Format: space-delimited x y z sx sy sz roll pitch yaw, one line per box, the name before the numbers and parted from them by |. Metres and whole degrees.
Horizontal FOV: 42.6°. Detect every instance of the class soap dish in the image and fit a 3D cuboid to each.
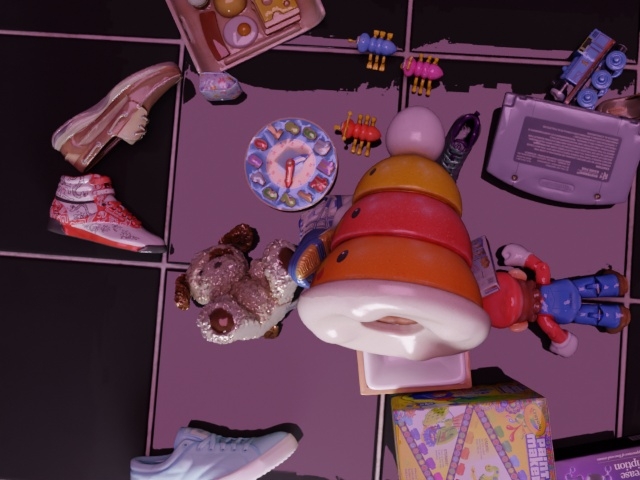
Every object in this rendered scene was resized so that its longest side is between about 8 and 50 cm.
soap dish | 0.185 0.166 1.704 0.228 0.118 0.291 -5 87 4

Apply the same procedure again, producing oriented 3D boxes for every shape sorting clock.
shape sorting clock | -0.065 -0.167 1.778 0.206 0.040 0.206 0 87 3

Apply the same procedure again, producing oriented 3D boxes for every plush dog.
plush dog | -0.180 0.096 1.724 0.225 0.211 0.262 39 71 22

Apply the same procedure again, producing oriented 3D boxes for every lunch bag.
lunch bag | -0.215 -0.337 1.783 0.083 0.071 0.053 1 83 6

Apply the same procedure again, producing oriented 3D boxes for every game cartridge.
game cartridge | 0.506 -0.182 1.706 0.297 0.062 0.198 14 112 5

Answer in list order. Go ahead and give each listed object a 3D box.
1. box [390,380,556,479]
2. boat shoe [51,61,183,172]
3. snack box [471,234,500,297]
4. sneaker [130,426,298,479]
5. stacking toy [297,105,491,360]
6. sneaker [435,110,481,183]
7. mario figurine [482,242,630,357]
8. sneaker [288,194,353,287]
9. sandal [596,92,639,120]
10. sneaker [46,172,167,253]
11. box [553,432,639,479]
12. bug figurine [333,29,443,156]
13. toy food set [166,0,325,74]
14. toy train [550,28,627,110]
box | 0.284 0.388 1.599 0.279 0.290 0.177 -6 86 3
boat shoe | -0.423 -0.265 1.777 0.324 0.123 0.116 -35 92 8
snack box | 0.322 0.055 1.674 0.064 0.178 0.022 -28 117 19
sneaker | -0.233 0.450 1.708 0.365 0.135 0.150 -22 89 1
stacking toy | 0.157 -0.038 1.556 0.350 0.351 0.480 7 67 4
sneaker | 0.268 -0.173 1.728 0.083 0.098 0.224 26 88 5
mario figurine | 0.462 0.122 1.708 0.320 0.170 0.198 3 45 -5
sneaker | 0.000 0.000 1.669 0.131 0.296 0.112 9 122 29
sandal | 0.676 -0.286 1.732 0.180 0.049 0.072 -12 86 3
sneaker | -0.452 -0.063 1.773 0.270 0.090 0.145 13 90 7
box | 0.580 0.511 1.669 0.261 0.103 0.184 -12 89 3
bug figurine | 0.149 -0.318 1.757 0.216 0.072 0.279 9 87 4
toy food set | -0.168 -0.520 1.779 0.306 0.092 0.220 -25 85 3
toy train | 0.564 -0.349 1.732 0.105 0.080 0.184 38 93 14
